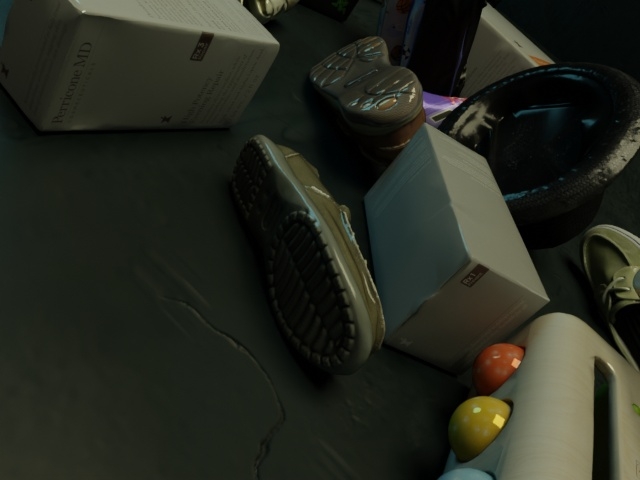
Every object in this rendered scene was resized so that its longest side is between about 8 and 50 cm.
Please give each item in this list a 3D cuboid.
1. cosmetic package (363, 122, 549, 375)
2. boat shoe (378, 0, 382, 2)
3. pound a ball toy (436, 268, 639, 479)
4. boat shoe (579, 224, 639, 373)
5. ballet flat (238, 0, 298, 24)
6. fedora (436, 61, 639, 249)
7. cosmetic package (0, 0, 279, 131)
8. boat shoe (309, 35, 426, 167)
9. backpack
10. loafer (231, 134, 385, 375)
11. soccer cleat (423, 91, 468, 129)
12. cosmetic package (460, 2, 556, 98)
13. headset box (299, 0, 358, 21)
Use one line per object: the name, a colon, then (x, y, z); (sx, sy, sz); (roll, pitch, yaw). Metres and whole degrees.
cosmetic package: (0.124, 0.000, 0.630); (0.107, 0.127, 0.238); (24, 36, -23)
boat shoe: (0.043, -0.694, 1.413); (0.500, 0.156, 0.187); (4, 47, -41)
pound a ball toy: (0.180, 0.132, 0.440); (0.135, 0.208, 0.319); (41, 32, 4)
boat shoe: (0.448, 0.091, 0.870); (0.094, 0.109, 0.302); (14, 42, -31)
ballet flat: (-0.115, -0.357, 0.902); (0.248, 0.086, 0.086); (-3, 51, -46)
fedora: (0.307, -0.104, 0.877); (0.334, 0.334, 0.152); (-93, 158, -51)
cosmetic package: (-0.156, -0.169, 0.566); (0.085, 0.117, 0.231); (48, 33, 17)
boat shoe: (0.066, -0.187, 0.843); (0.324, 0.123, 0.116); (-103, 166, -57)
backpack: (0.214, -0.418, 1.133); (0.213, 0.277, 0.263); (22, 43, 6)
loafer: (0.000, 0.000, 0.531); (0.087, 0.094, 0.251); (7, 43, -35)
soccer cleat: (0.263, -0.199, 1.035); (0.318, 0.116, 0.109); (20, 36, -29)
cosmetic package: (0.377, -0.376, 1.341); (0.230, 0.161, 0.453); (-7, 53, -50)
headset box: (-0.002, -0.566, 1.113); (0.283, 0.246, 0.131); (7, 43, -43)
